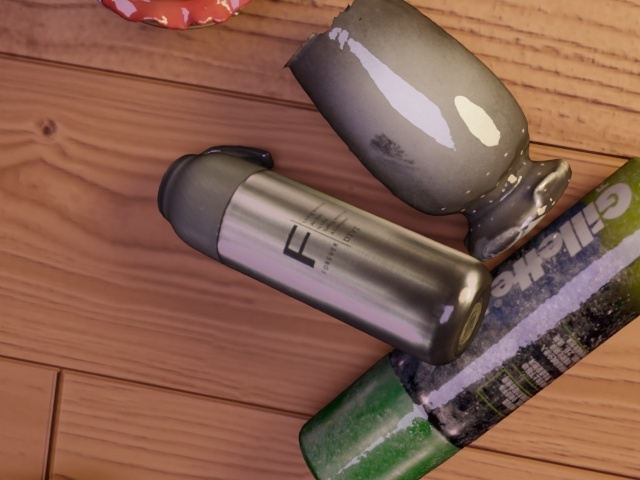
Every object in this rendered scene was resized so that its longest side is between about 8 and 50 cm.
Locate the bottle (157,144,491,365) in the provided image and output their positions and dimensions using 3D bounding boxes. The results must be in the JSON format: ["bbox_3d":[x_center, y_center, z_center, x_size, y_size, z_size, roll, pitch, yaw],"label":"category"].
[{"bbox_3d":[0.000,0.000,0.654,0.253,0.079,0.096,23,67,23],"label":"bottle"}]

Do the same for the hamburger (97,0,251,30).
[{"bbox_3d":[-0.104,-0.222,0.625,0.175,0.137,0.175,0,90,-12],"label":"hamburger"}]

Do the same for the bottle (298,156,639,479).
[{"bbox_3d":[0.132,0.077,0.674,0.330,0.093,0.093,-40,93,10],"label":"bottle"}]

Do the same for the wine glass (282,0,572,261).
[{"bbox_3d":[0.078,-0.084,0.645,0.111,0.111,0.204,-44,95,10],"label":"wine glass"}]
